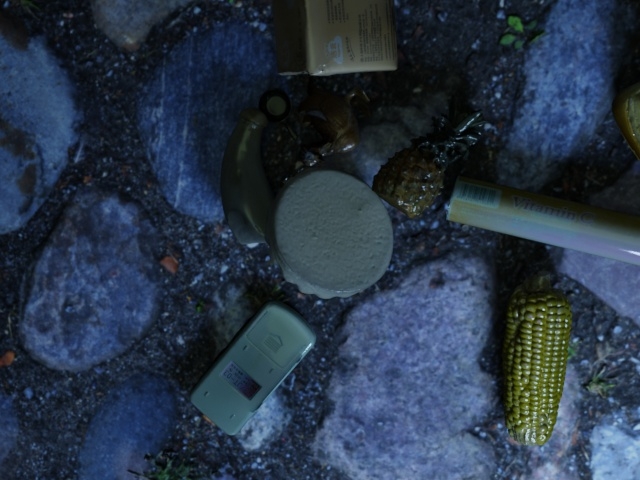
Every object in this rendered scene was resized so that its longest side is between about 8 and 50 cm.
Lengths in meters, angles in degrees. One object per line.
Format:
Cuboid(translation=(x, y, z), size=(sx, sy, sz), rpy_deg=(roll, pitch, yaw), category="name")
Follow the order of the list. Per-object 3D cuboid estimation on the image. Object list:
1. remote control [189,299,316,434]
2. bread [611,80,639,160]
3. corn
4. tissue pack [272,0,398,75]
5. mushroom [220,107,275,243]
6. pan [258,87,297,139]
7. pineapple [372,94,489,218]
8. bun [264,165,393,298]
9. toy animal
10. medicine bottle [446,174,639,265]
Cuboid(translation=(-0.141, 0.261, 2.069), size=(0.140, 0.056, 0.296), rpy_deg=(40, 102, 2), category="remote control")
Cuboid(translation=(0.625, -0.182, 1.813), size=(0.106, 0.140, 0.236), rpy_deg=(-35, 90, 10), category="bread")
Cuboid(translation=(0.415, 0.229, 1.919), size=(0.130, 0.130, 0.347), rpy_deg=(3, 102, 11), category="corn")
Cuboid(translation=(0.001, -0.463, 1.875), size=(0.238, 0.238, 0.305), rpy_deg=(-3, 98, 11), category="tissue pack")
Cuboid(translation=(-0.148, -0.128, 1.992), size=(0.118, 0.103, 0.270), rpy_deg=(-6, 94, 26), category="mushroom")
Cuboid(translation=(-0.077, -0.251, 1.998), size=(0.068, 0.023, 0.115), rpy_deg=(-31, 88, 13), category="pan")
Cuboid(translation=(0.211, -0.163, 1.897), size=(0.128, 0.128, 0.248), rpy_deg=(40, 89, 3), category="pineapple")
Cuboid(translation=(0.000, 0.000, 1.955), size=(0.263, 0.175, 0.263), rpy_deg=(7, 70, -18), category="bun")
Cuboid(translation=(0.004, -0.237, 1.940), size=(0.179, 0.089, 0.188), rpy_deg=(-39, 63, -7), category="toy animal")
Cuboid(translation=(0.456, -0.037, 1.888), size=(0.426, 0.108, 0.108), rpy_deg=(15, 101, 10), category="medicine bottle")
